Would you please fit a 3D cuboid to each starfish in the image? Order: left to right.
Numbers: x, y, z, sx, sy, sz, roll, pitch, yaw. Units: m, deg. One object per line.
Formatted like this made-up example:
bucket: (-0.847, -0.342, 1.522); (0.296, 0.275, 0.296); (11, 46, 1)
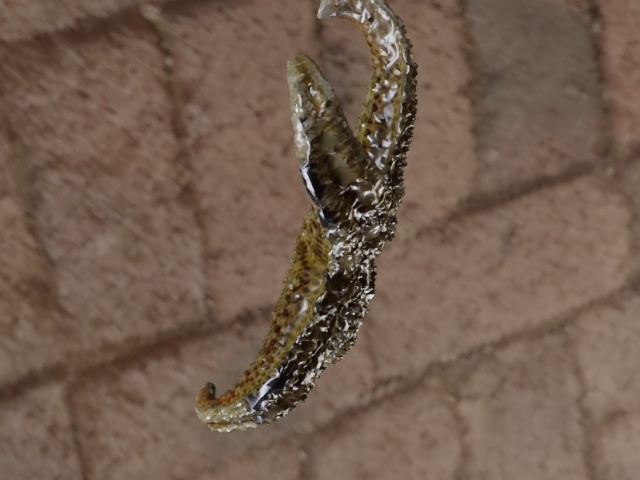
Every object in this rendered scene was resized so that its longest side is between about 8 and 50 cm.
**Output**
starfish: (0.000, 0.000, 0.387); (0.091, 0.028, 0.078); (95, 20, -57)
